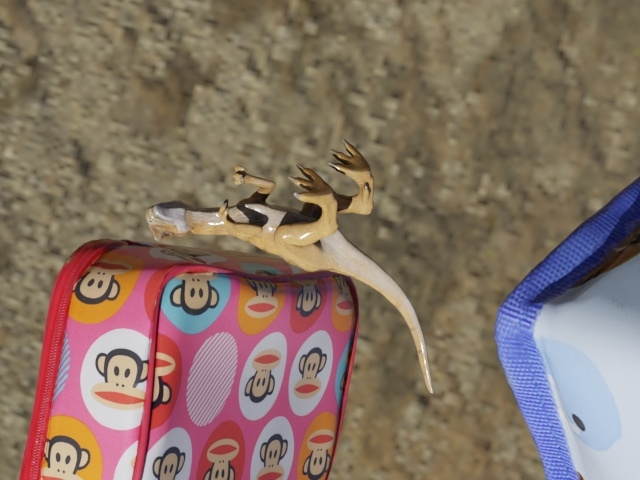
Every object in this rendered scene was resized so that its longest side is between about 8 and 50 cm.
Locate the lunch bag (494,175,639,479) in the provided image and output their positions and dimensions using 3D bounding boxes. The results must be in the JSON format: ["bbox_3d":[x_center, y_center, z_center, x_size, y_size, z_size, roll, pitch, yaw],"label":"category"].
[{"bbox_3d":[0.279,0.150,0.721,0.239,0.328,0.385,-39,131,-28],"label":"lunch bag"}]

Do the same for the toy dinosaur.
[{"bbox_3d":[0.000,0.000,1.209,0.064,0.211,0.112,-72,-172,-47],"label":"toy dinosaur"}]

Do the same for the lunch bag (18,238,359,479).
[{"bbox_3d":[-0.087,0.135,1.389,0.293,0.120,0.258,8,91,-62],"label":"lunch bag"}]
